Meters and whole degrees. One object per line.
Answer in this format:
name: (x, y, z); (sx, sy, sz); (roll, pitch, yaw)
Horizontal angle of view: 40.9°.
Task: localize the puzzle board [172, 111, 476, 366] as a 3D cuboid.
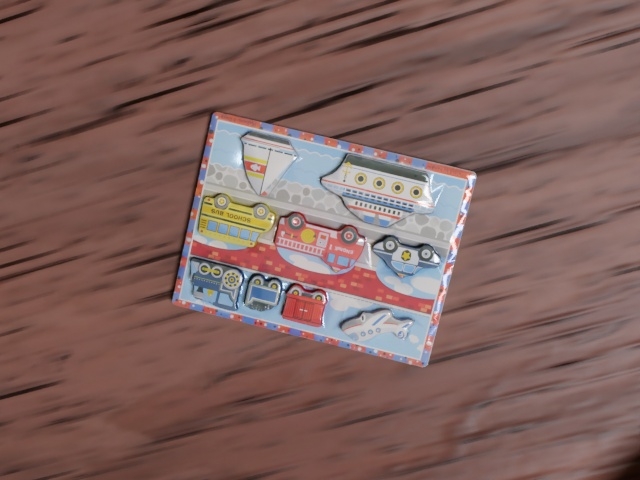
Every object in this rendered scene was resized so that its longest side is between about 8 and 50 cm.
puzzle board: (0.000, 0.000, 0.408); (0.128, 0.011, 0.096); (14, 99, 3)
